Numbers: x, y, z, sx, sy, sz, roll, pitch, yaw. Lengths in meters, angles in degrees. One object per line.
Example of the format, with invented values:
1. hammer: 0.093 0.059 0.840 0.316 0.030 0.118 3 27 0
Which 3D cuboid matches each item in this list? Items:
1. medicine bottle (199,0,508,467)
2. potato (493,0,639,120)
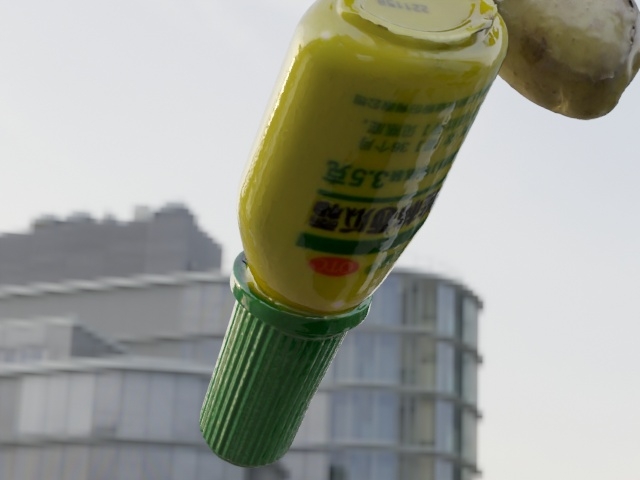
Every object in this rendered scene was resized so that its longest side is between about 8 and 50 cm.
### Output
1. medicine bottle: 0.000 0.000 0.888 0.111 0.076 0.309 -5 -42 -28
2. potato: 0.137 -0.154 1.139 0.170 0.107 0.080 43 -18 6
